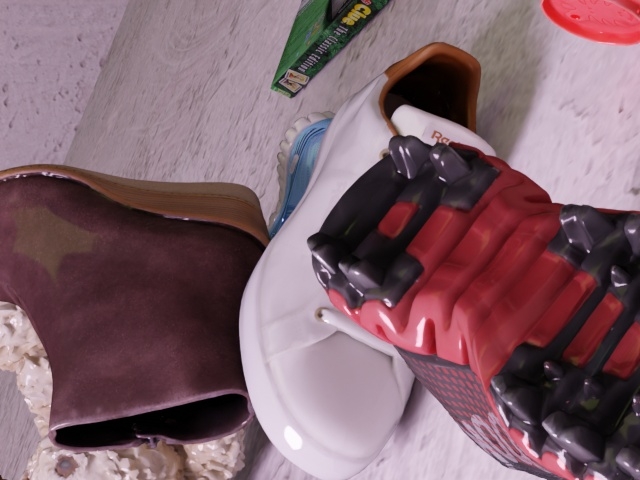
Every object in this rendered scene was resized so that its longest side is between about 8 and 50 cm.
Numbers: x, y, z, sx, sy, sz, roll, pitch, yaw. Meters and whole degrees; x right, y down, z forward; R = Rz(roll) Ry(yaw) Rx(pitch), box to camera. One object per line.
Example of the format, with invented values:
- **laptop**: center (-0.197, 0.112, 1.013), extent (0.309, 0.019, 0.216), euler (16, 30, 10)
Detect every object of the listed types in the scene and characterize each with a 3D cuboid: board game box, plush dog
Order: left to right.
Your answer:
- **plush dog**: center (-0.136, 0.146, 1.187), extent (0.210, 0.262, 0.225), euler (52, -126, -56)
- **board game box**: center (0.033, -0.234, 1.539), extent (0.259, 0.030, 0.136), euler (-37, 32, 60)

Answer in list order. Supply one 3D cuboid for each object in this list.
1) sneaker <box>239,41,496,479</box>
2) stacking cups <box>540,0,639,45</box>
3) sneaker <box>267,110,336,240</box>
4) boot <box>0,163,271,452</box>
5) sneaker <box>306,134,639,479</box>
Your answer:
- **sneaker**: center (0.033, -0.005, 0.989), extent (0.123, 0.106, 0.290), euler (-45, 25, 47)
- **stacking cups**: center (0.197, -0.254, 0.902), extent (0.096, 0.096, 0.316), euler (-23, 47, 69)
- **sneaker**: center (0.000, 0.000, 1.145), extent (0.073, 0.063, 0.162), euler (35, 126, 48)
- **boot**: center (-0.151, 0.042, 1.042), extent (0.207, 0.248, 0.090), euler (-87, -12, -53)
- **sneaker**: center (0.104, 0.047, 0.660), extent (0.097, 0.135, 0.276), euler (-49, 30, -5)
